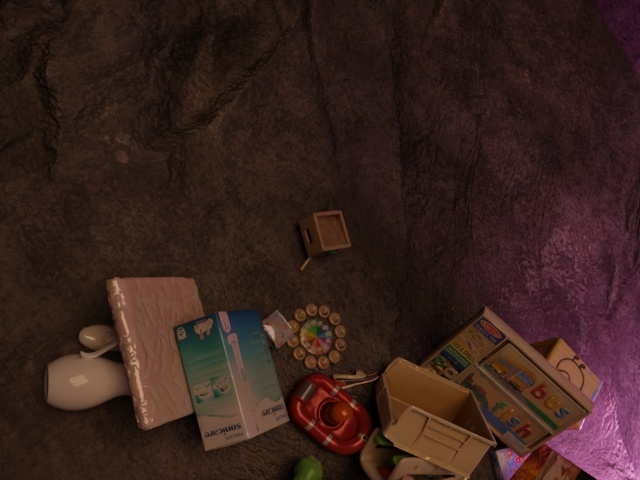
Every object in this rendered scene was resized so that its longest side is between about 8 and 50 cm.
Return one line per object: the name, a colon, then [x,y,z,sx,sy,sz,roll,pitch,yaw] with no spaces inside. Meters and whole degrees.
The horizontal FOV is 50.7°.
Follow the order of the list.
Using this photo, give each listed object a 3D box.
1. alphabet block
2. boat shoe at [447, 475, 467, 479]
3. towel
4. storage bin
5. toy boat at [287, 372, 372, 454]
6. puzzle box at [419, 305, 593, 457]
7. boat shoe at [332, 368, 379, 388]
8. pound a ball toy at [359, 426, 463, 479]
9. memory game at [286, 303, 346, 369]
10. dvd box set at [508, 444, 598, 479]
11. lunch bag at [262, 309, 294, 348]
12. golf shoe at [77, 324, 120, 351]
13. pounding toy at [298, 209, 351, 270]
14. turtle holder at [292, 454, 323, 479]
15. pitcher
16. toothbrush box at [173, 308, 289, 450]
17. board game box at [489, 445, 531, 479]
alphabet block: [0.681,0.436,2.024,0.197,0.193,0.192,45,59,-6]
boat shoe: [0.377,0.598,1.895,0.073,0.080,0.223,24,59,-11]
towel: [-0.355,0.245,1.570,0.317,0.053,0.332,5,66,-68]
storage bin: [0.287,0.454,1.771,0.260,0.262,0.123,26,105,-9]
toy boat: [0.037,0.446,1.732,0.231,0.151,0.151,42,64,-8]
puzzle box: [0.517,0.403,1.896,0.409,0.272,0.052,41,31,-1]
boat shoe: [0.096,0.374,1.848,0.137,0.049,0.043,-10,81,-22]
pound a ball toy: [0.243,0.597,1.718,0.319,0.208,0.136,15,109,-38]
memory game: [-0.010,0.263,1.853,0.186,0.012,0.186,8,70,-24]
dvd box set: [0.594,0.784,1.802,0.420,0.062,0.307,-40,48,-21]
lunch bag: [-0.120,0.240,1.786,0.071,0.053,0.083,-37,82,-32]
golf shoe: [-0.480,0.234,1.596,0.176,0.086,0.069,14,70,-19]
pounding toy: [0.000,0.000,1.909,0.130,0.100,0.141,-8,79,-42]
turtle holder: [0.052,0.699,1.639,0.320,0.243,0.227,23,37,25]
pitcher: [-0.507,0.294,1.523,0.207,0.125,0.178,2,109,-28]
toothbrush box: [-0.207,0.323,1.615,0.216,0.126,0.295,7,64,-68]
board game box: [0.593,0.706,1.981,0.160,0.039,0.211,-7,75,-26]
